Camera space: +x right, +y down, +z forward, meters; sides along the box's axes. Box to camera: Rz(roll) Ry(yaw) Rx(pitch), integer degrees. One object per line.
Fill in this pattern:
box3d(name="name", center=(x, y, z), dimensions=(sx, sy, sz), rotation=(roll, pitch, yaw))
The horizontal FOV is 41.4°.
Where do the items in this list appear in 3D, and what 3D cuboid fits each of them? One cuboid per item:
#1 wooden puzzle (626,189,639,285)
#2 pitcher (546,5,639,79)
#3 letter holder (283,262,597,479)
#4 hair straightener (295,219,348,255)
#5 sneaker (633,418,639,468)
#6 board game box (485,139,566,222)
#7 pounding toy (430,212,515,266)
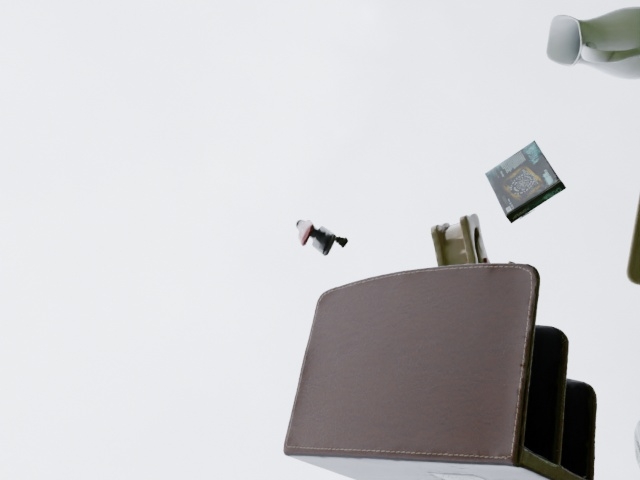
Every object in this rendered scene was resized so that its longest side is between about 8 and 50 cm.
box3d(name="wooden puzzle", center=(0.654, -0.014, 1.422), dimensions=(0.044, 0.239, 0.221), rotation=(42, -120, -64))
box3d(name="pitcher", center=(0.521, -0.334, 1.457), dimensions=(0.207, 0.125, 0.178), rotation=(-1, -152, -11))
box3d(name="letter holder", center=(0.133, 0.153, 0.936), dimensions=(0.152, 0.302, 0.214), rotation=(31, -120, -40))
box3d(name="hair straightener", center=(0.000, 0.000, 1.465), dimensions=(0.089, 0.230, 0.047), rotation=(25, -92, -8))
box3d(name="sneaker", center=(0.445, 0.321, 1.041), dimensions=(0.090, 0.115, 0.232), rotation=(-5, -108, -1))
box3d(name="board game box", center=(0.409, -0.121, 1.704), dimensions=(0.026, 0.126, 0.186), rotation=(47, -162, -26))
box3d(name="pounding toy", center=(0.330, 0.067, 1.676), dimensions=(0.154, 0.155, 0.269), rotation=(26, -130, -56))
